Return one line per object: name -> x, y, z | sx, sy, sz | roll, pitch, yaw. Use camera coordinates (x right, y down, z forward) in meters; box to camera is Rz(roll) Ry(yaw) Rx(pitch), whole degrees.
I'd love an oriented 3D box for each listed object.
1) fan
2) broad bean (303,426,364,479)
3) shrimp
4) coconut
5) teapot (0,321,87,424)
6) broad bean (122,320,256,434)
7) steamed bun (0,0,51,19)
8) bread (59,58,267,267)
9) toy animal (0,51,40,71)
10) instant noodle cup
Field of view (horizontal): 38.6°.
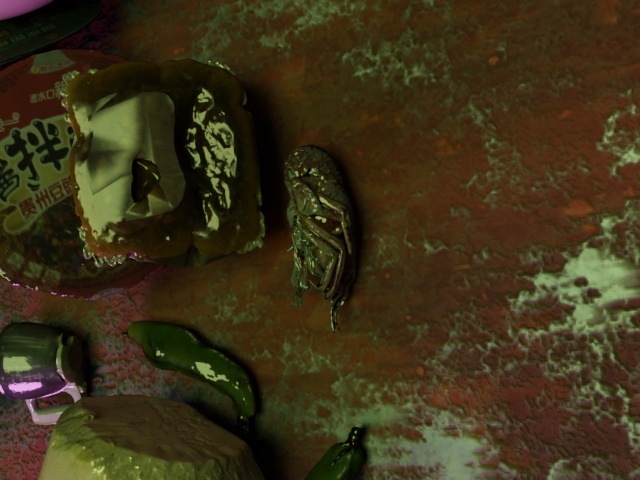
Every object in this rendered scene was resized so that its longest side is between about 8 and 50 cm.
fan -> -0.363, -0.273, 1.074 | 0.223, 0.294, 0.012 | -10, 129, 0
broad bean -> -0.014, 0.280, 0.909 | 0.048, 0.070, 0.214 | 36, 84, -4
shrimp -> 0.001, 0.000, 0.913 | 0.073, 0.075, 0.190 | -9, 98, -3
coconut -> -0.183, 0.299, 0.926 | 0.239, 0.239, 0.244 | 17, 98, 27
teapot -> -0.324, 0.153, 1.098 | 0.090, 0.124, 0.092 | -3, 48, 14
broad bean -> -0.140, 0.133, 1.005 | 0.195, 0.046, 0.061 | 35, 104, 22
steamed bun -> -0.369, -0.383, 0.950 | 0.374, 0.333, 0.334 | 15, 100, 61
bread -> -0.157, -0.077, 0.927 | 0.192, 0.110, 0.210 | -6, 86, -7
toy animal -> -0.508, -0.134, 1.101 | 0.338, 0.191, 0.216 | -11, 76, 22
instant noodle cup -> -0.263, -0.070, 1.011 | 0.273, 0.091, 0.274 | 1, 85, -8
